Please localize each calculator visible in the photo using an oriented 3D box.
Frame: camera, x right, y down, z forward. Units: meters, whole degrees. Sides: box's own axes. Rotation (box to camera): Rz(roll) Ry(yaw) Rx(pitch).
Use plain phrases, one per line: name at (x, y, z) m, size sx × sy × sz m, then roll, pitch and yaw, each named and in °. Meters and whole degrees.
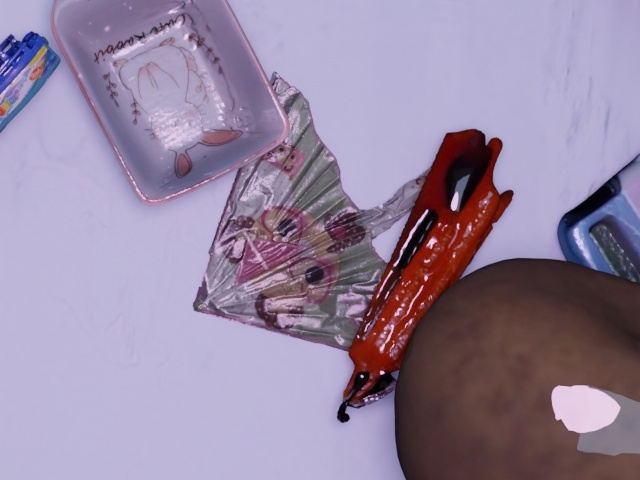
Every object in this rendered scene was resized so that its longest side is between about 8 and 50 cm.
calculator at (0.358, -0.017, 1.406) m, size 0.293 × 0.051 × 0.173 m, roll -35°, pitch 93°, yaw -9°

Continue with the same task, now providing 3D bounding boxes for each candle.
candle at (0.088, 0.032, 1.347) m, size 0.084 × 0.059 × 0.301 m, roll 30°, pitch 81°, yaw 3°

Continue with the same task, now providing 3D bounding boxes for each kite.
kite at (0.000, 0.000, 1.369) m, size 0.268 × 0.013 × 0.323 m, roll -26°, pitch 91°, yaw -9°

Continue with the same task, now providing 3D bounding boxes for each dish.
dish at (-0.144, -0.159, 1.331) m, size 0.154 × 0.064 × 0.234 m, roll -27°, pitch 91°, yaw -10°

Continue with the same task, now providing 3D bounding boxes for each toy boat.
toy boat at (-0.322, -0.133, 1.290) m, size 0.110 × 0.091 × 0.175 m, roll 43°, pitch 86°, yaw -23°

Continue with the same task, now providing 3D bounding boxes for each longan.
longan at (0.229, 0.164, 1.265) m, size 0.350 × 0.288 × 0.288 m, roll 27°, pitch 82°, yaw -5°
